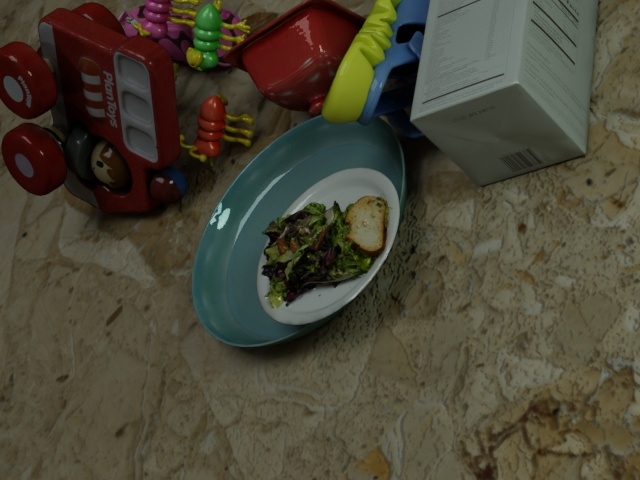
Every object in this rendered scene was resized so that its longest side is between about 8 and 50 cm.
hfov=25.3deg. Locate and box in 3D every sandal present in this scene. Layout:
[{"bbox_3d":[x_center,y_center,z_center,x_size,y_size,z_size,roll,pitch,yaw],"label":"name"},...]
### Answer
[{"bbox_3d":[0.109,-0.219,1.648,0.126,0.138,0.317,115,180,-48],"label":"sandal"}]

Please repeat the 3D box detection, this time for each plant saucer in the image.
[{"bbox_3d":[-0.019,-0.009,1.656,0.317,0.043,0.318,-27,44,29],"label":"plant saucer"}]

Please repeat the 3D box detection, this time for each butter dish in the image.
[{"bbox_3d":[-0.011,-0.206,1.752,0.160,0.160,0.118,-28,66,27],"label":"butter dish"}]

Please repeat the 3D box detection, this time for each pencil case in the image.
[{"bbox_3d":[-0.199,-0.294,2.037,0.209,0.098,0.095,9,66,48],"label":"pencil case"}]

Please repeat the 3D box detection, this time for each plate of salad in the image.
[{"bbox_3d":[0.000,0.000,1.553,0.199,0.048,0.200,-27,44,29],"label":"plate of salad"}]

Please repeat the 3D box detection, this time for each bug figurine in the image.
[{"bbox_3d":[-0.189,-0.233,1.904,0.279,0.072,0.216,37,127,43],"label":"bug figurine"}]

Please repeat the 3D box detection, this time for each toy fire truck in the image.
[{"bbox_3d":[-0.285,-0.155,1.881,0.253,0.302,0.169,28,47,31],"label":"toy fire truck"}]

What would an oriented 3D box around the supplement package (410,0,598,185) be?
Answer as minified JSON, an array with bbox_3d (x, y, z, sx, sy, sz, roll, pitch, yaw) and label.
[{"bbox_3d":[0.201,-0.206,1.515,0.139,0.134,0.244,-16,49,38],"label":"supplement package"}]
